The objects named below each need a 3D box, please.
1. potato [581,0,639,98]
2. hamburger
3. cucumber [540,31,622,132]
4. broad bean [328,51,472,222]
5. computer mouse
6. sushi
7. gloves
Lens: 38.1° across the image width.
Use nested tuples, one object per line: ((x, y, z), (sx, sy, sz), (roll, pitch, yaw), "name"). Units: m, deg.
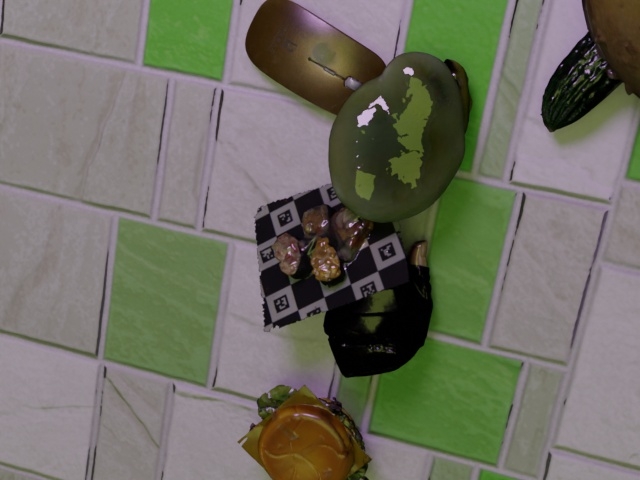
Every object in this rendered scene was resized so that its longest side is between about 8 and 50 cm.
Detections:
((0.476, -0.255, 0.893), (0.385, 0.319, 0.442), (-38, 109, 14), "potato")
((-0.017, 0.286, 1.317), (0.164, 0.093, 0.189), (-30, 96, 16), "hamburger")
((0.359, -0.239, 1.109), (0.265, 0.077, 0.077), (-43, 91, 19), "cucumber")
((0.105, -0.131, 1.165), (0.169, 0.100, 0.228), (42, 94, 1), "broad bean")
((-0.008, -0.238, 1.213), (0.199, 0.045, 0.102), (34, 111, 4), "computer mouse")
((0.000, 0.000, 1.209), (0.210, 0.040, 0.192), (-19, 60, 19), "sushi")
((0.074, 0.064, 1.237), (0.165, 0.124, 0.203), (-16, 106, -4), "gloves")
